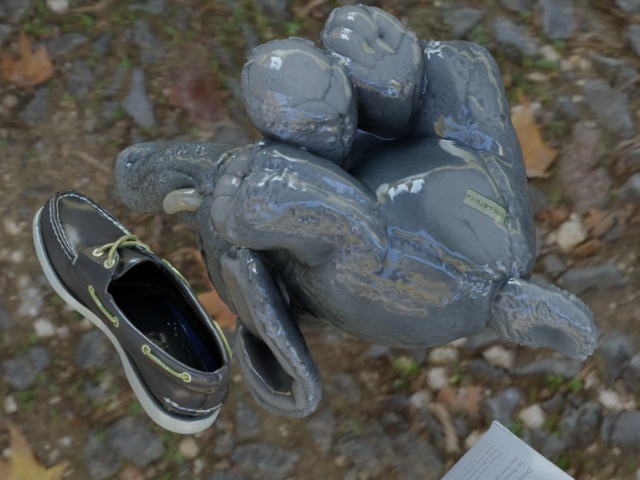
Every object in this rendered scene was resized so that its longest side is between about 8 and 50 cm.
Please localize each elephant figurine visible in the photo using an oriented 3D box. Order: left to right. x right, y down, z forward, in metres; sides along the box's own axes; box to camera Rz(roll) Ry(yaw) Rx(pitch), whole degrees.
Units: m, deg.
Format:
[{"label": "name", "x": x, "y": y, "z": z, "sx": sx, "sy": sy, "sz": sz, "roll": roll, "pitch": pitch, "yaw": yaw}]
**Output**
[{"label": "elephant figurine", "x": 0.000, "y": 0.000, "z": 0.762, "sx": 0.239, "sy": 0.169, "sz": 0.186, "roll": 133, "pitch": 139, "yaw": -58}]

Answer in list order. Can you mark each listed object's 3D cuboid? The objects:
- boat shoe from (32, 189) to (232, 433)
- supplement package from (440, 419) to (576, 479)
[{"label": "boat shoe", "x": -0.139, "y": 0.038, "z": 1.140, "sx": 0.228, "sy": 0.081, "sz": 0.069, "roll": 51, "pitch": 137, "yaw": 23}, {"label": "supplement package", "x": 0.111, "y": 0.242, "z": 0.744, "sx": 0.194, "sy": 0.149, "sz": 0.203, "roll": -45, "pitch": 50, "yaw": -13}]
